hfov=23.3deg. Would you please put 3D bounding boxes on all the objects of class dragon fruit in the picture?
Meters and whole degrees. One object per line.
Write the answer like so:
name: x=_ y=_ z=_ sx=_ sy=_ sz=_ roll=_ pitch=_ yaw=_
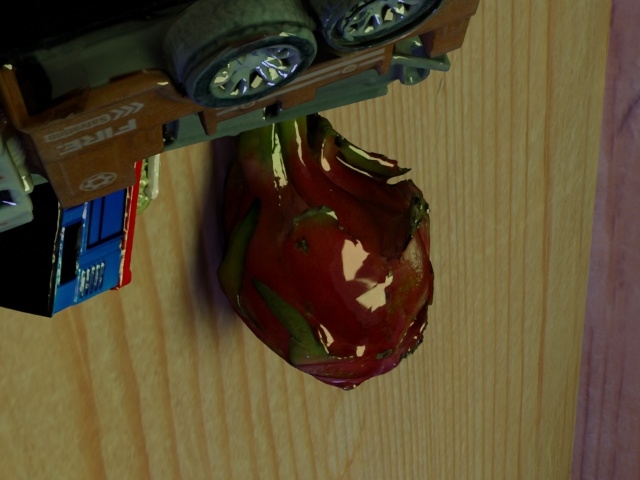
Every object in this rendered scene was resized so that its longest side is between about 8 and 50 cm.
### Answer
dragon fruit: x=0.011 y=-0.010 z=1.236 sx=0.200 sy=0.198 sz=0.269 roll=-17 pitch=108 yaw=-55

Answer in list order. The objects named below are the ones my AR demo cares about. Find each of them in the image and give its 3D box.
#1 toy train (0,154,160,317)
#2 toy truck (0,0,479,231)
toy train: x=-0.145 y=-0.067 z=0.884 sx=0.131 sy=0.082 sz=0.204 roll=-27 pitch=130 yaw=-62
toy truck: x=-0.106 y=-0.077 z=0.643 sx=0.184 sy=0.338 sz=0.133 roll=93 pitch=-24 yaw=-71
